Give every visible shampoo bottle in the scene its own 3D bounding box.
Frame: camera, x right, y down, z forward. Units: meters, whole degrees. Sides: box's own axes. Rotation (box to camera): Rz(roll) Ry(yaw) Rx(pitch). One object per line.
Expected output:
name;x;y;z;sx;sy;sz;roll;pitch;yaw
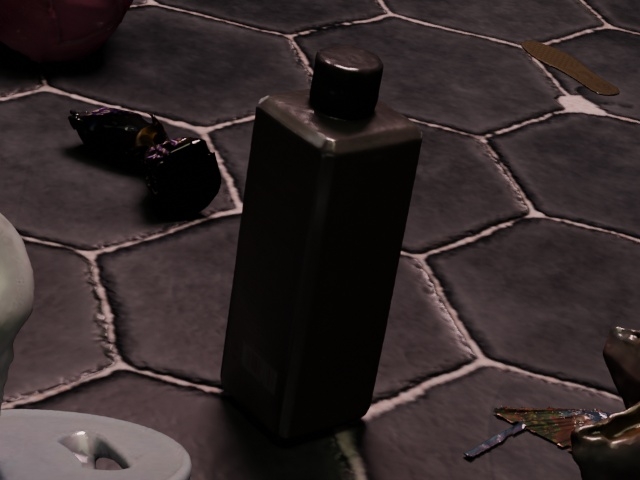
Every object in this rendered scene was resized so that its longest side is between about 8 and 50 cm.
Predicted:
shampoo bottle;0.000;0.000;1.049;0.079;0.246;0.080;-13;36;-36

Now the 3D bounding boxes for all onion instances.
onion;-0.234;-0.275;1.530;0.200;0.200;0.207;12;21;3

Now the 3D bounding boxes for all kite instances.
kite;0.196;0.142;1.102;0.183;0.010;0.160;26;32;28

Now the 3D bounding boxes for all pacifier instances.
pacifier;-0.208;0.077;0.884;0.279;0.207;0.227;-3;13;-24

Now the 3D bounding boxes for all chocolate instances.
chocolate;-0.136;-0.075;1.345;0.072;0.070;0.147;23;13;-45

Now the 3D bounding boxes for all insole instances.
insole;0.252;-0.176;1.728;0.045;0.002;0.135;-9;34;-32

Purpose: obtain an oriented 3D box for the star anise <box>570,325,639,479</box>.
star anise;0.296;0.153;1.007;0.332;0.117;0.332;14;22;-6
